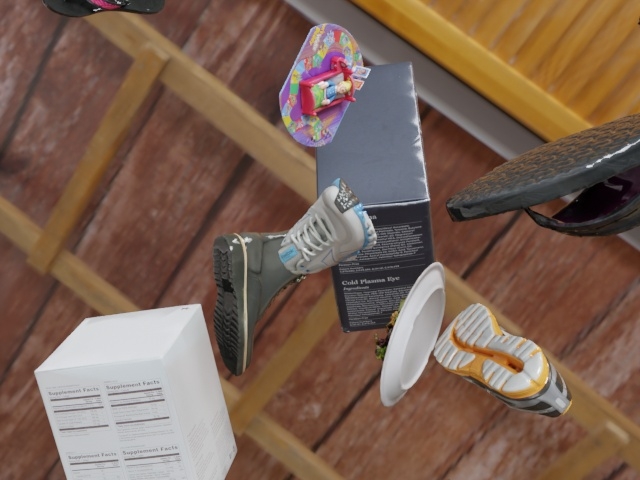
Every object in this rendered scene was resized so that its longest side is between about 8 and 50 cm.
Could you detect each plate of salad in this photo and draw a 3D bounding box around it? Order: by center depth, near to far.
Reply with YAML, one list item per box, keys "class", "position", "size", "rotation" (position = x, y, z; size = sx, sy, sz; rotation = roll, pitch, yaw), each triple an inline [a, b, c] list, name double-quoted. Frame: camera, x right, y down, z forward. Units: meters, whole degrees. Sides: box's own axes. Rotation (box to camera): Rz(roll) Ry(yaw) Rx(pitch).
- class: "plate of salad"
  position: [0.114, 0.120, 1.308]
  size: [0.200, 0.048, 0.200]
  rotation: [-49, -29, -41]

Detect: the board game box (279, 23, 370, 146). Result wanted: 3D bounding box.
- class: "board game box"
  position: [0.013, -0.208, 1.359]
  size: [0.133, 0.033, 0.169]
  rotation: [34, -102, -50]

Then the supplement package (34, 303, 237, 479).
- class: "supplement package"
  position: [-0.267, 0.261, 1.501]
  size: [0.198, 0.263, 0.199]
  rotation: [-8, 17, 12]

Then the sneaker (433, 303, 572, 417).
- class: "sneaker"
  position: [0.198, 0.138, 1.111]
  size: [0.084, 0.083, 0.215]
  rotation: [-50, 23, 1]

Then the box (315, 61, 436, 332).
- class: "box"
  position: [0.097, -0.074, 1.725]
  size: [0.312, 0.179, 0.343]
  rotation: [77, -172, -48]

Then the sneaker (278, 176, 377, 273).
- class: "sneaker"
  position: [0.000, 0.000, 1.000]
  size: [0.083, 0.071, 0.191]
  rotation: [-27, -12, -13]

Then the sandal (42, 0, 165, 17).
- class: "sandal"
  position: [-0.294, -0.343, 1.376]
  size: [0.179, 0.067, 0.040]
  rotation: [-8, -3, -32]

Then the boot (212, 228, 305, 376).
- class: "boot"
  position: [-0.071, 0.080, 1.368]
  size: [0.077, 0.137, 0.198]
  rotation: [30, 123, 50]

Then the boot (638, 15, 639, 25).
- class: "boot"
  position: [0.566, -0.431, 1.624]
  size: [0.094, 0.246, 0.207]
  rotation: [-22, -26, -28]

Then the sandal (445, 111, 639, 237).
- class: "sandal"
  position: [0.357, -0.080, 1.068]
  size: [0.445, 0.107, 0.167]
  rotation: [-19, 9, 0]
